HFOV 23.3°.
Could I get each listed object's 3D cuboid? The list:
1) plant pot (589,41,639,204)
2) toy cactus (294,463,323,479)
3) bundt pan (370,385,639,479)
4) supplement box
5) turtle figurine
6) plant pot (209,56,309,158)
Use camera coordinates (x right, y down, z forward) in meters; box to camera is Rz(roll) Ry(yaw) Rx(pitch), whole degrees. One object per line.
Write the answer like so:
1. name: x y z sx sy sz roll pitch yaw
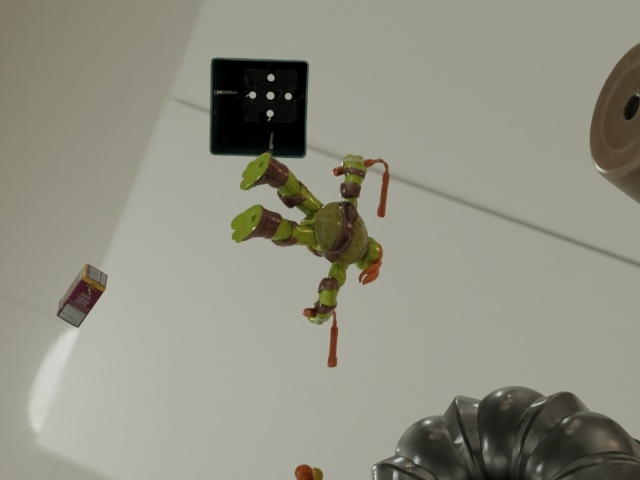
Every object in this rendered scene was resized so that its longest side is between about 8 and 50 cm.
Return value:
1. plant pot: 0.405 -0.098 1.556 0.263 0.229 0.263 -52 29 44
2. toy cactus: -0.003 0.345 1.691 0.180 0.219 0.112 -52 -36 -21
3. bundt pan: 0.172 0.272 1.441 0.331 0.331 0.124 -61 -38 -24
4. supplement box: -0.374 0.086 2.436 0.083 0.043 0.055 -53 17 16
5. turtle figurine: 0.000 0.000 1.835 0.217 0.087 0.269 25 -106 -34
6. plant pot: -0.099 -0.243 2.722 0.234 0.166 0.165 -77 -11 -79
